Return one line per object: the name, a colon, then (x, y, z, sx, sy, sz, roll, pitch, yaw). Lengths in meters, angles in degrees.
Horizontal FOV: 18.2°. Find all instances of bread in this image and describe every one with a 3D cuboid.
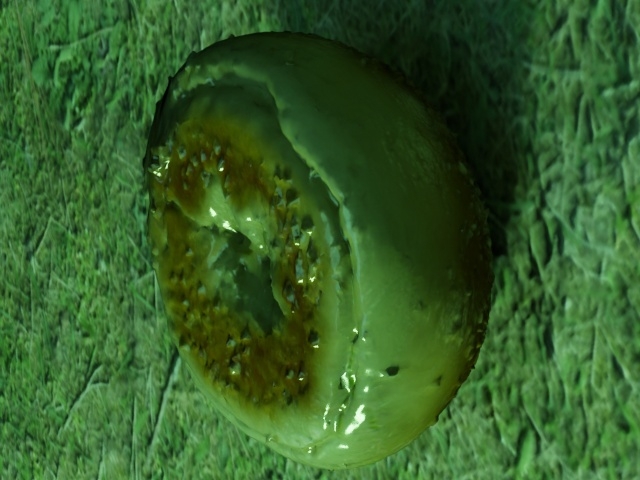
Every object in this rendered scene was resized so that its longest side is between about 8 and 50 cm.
bread: (0.000, 0.000, 1.309, 0.305, 0.158, 0.306, 33, 132, 48)
